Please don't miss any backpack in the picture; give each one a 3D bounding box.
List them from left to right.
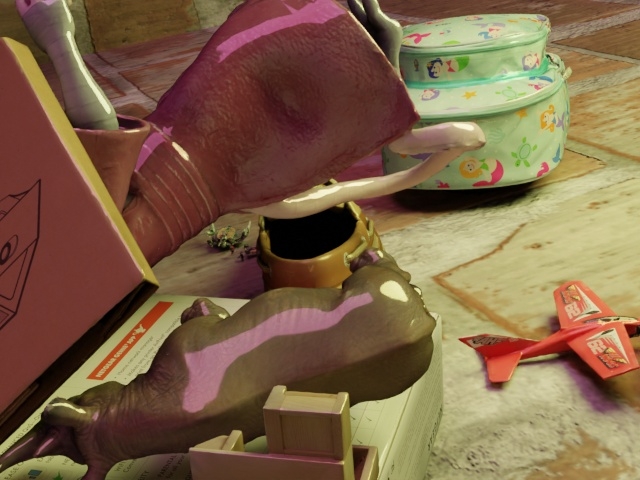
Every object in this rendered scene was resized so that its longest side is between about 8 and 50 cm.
[{"bbox_3d":[0.173,-0.155,1.060,0.225,0.191,0.253,-1,29,17],"label":"backpack"}]

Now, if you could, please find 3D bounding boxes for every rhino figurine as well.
[{"bbox_3d":[-0.051,0.071,0.479,0.243,0.073,0.106,-19,13,-12],"label":"rhino figurine"}]

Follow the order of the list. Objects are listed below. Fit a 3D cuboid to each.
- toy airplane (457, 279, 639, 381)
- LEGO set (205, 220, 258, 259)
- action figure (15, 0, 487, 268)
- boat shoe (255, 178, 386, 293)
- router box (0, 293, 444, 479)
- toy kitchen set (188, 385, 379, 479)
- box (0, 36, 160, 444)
[{"bbox_3d":[0.179,0.075,0.689,0.151,0.028,0.151,-8,21,3],"label":"toy airplane"},{"bbox_3d":[-0.094,0.002,0.992,0.054,0.023,0.083,-17,36,-13],"label":"LEGO set"},{"bbox_3d":[-0.114,-0.034,0.672,0.370,0.276,0.248,-45,0,-23],"label":"action figure"},{"bbox_3d":[0.000,0.000,0.820,0.122,0.120,0.324,-10,22,-1],"label":"boat shoe"},{"bbox_3d":[-0.103,0.143,0.539,0.301,0.082,0.335,3,25,17],"label":"router box"},{"bbox_3d":[-0.014,0.093,0.424,0.068,0.083,0.075,1,24,13],"label":"toy kitchen set"},{"bbox_3d":[-0.187,0.004,0.511,0.164,0.021,0.201,-43,57,13],"label":"box"}]
